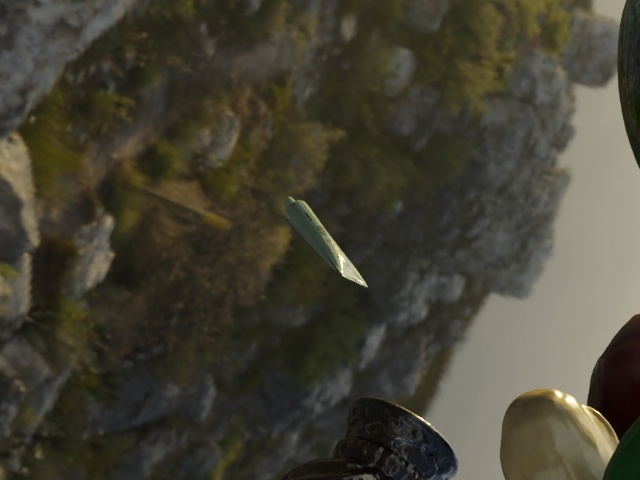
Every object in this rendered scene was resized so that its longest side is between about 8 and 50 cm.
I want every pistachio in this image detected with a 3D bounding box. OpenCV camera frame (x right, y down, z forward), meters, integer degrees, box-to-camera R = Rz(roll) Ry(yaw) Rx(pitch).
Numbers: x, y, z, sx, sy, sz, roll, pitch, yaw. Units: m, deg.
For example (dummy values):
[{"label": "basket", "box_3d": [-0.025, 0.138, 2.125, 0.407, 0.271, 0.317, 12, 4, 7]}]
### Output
[{"label": "pistachio", "box_3d": [0.292, 0.275, 1.549, 0.145, 0.200, 0.117, -23, 164, -9]}]

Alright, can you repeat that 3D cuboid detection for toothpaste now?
[{"label": "toothpaste", "box_3d": [0.000, 0.000, 1.977, 0.041, 0.218, 0.064, -50, 138, 12]}]

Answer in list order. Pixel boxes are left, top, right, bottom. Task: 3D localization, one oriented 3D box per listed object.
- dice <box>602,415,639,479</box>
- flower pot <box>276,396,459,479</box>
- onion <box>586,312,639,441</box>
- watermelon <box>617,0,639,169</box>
[{"label": "dice", "box_3d": [0.452, 0.294, 1.191, 0.297, 0.300, 0.287, 35, 47, -32]}, {"label": "flower pot", "box_3d": [0.060, 0.389, 1.894, 0.267, 0.267, 0.266, -55, 158, -28]}, {"label": "onion", "box_3d": [0.544, 0.314, 1.835, 0.420, 0.398, 0.398, -54, 157, -36]}, {"label": "watermelon", "box_3d": [0.431, -0.112, 1.294, 0.283, 0.293, 0.250, 76, 27, -76]}]
